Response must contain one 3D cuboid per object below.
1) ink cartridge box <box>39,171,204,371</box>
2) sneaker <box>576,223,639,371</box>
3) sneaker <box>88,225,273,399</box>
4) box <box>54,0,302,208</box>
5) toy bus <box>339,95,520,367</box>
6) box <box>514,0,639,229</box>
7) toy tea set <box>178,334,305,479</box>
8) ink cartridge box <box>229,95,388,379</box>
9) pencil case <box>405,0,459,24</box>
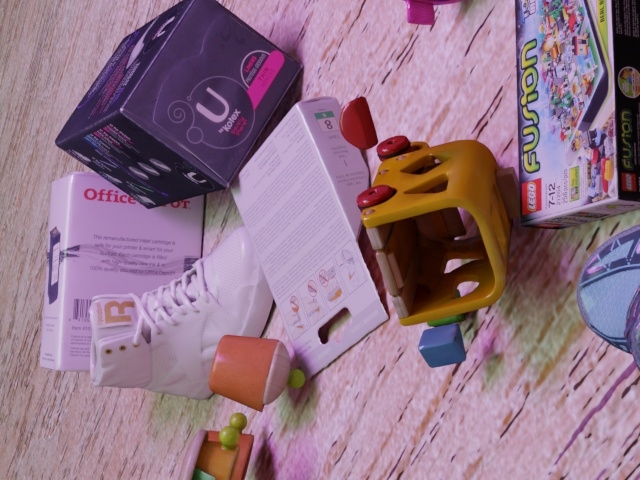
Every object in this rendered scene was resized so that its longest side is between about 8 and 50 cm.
[{"bbox_3d":[-0.244,0.043,1.613,0.100,0.172,0.237,176,98,-64],"label":"ink cartridge box"},{"bbox_3d":[0.207,0.033,0.710,0.262,0.125,0.104,-175,80,-64],"label":"sneaker"},{"bbox_3d":[-0.165,0.082,1.450,0.292,0.169,0.108,-58,35,42],"label":"sneaker"},{"bbox_3d":[-0.163,-0.147,1.451,0.165,0.143,0.270,-60,20,-16],"label":"box"},{"bbox_3d":[0.098,-0.023,0.985,0.104,0.191,0.202,-14,68,18],"label":"toy bus"},{"bbox_3d":[0.181,-0.117,0.908,0.114,0.036,0.206,160,112,-63],"label":"box"},{"bbox_3d":[-0.075,0.262,1.332,0.200,0.124,0.336,-71,-6,-62],"label":"toy tea set"},{"bbox_3d":[0.000,0.000,1.278,0.181,0.056,0.224,-44,66,54],"label":"ink cartridge box"},{"bbox_3d":[0.069,-0.297,1.107,0.104,0.105,0.236,121,145,-43],"label":"pencil case"}]
